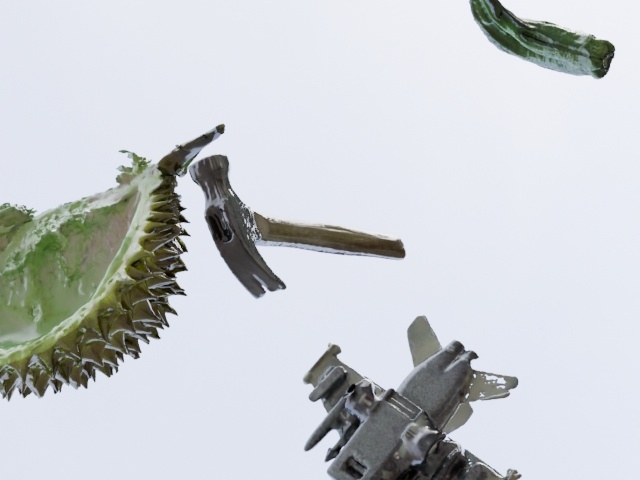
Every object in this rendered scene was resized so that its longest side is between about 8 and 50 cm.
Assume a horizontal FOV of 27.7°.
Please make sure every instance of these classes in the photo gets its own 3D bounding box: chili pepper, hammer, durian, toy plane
[{"bbox_3d":[0.153,-0.149,0.925,0.118,0.055,0.035,34,-128,2],"label":"chili pepper"},{"bbox_3d":[0.000,0.000,0.620,0.182,0.017,0.062,9,-121,-61],"label":"hammer"},{"bbox_3d":[-0.127,0.022,0.619,0.215,0.086,0.100,-23,-94,10],"label":"durian"},{"bbox_3d":[0.034,0.178,0.982,0.262,0.192,0.088,-46,-31,-20],"label":"toy plane"}]
